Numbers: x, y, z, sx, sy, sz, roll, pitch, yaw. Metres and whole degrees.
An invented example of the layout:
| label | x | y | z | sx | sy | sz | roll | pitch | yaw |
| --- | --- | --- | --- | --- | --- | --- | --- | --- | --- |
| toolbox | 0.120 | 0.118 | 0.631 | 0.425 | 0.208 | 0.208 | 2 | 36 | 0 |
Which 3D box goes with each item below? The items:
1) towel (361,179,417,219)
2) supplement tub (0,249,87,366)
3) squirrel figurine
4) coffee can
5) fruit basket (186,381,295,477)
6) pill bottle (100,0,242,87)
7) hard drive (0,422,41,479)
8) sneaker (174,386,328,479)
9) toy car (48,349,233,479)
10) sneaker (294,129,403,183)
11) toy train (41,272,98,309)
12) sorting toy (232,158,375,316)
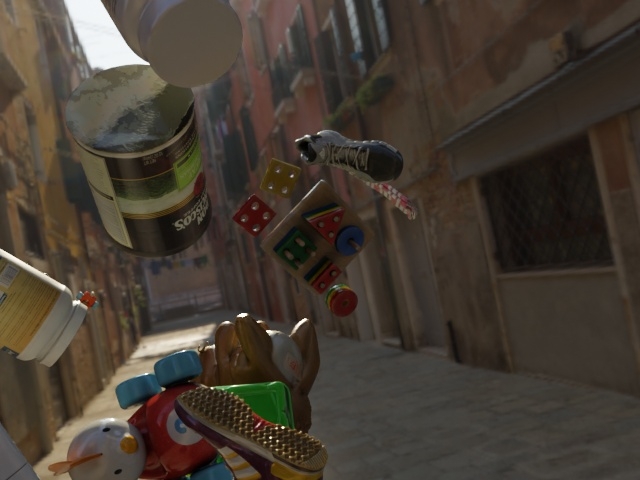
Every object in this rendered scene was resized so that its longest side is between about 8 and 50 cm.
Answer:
| label | x | y | z | sx | sy | sz | roll | pitch | yaw |
| --- | --- | --- | --- | --- | --- | --- | --- | --- | --- |
| towel | 0.133 | -0.122 | 1.623 | 0.029 | 0.197 | 0.144 | -53 | -19 | 3 |
| supplement tub | -0.520 | 0.115 | 1.218 | 0.200 | 0.144 | 0.144 | 35 | -22 | -20 |
| squirrel figurine | -0.202 | 0.412 | 1.912 | 0.370 | 0.397 | 0.281 | -24 | -16 | 34 |
| coffee can | -0.300 | -0.129 | 1.213 | 0.201 | 0.201 | 0.275 | -11 | -35 | -9 |
| fruit basket | -0.188 | 0.510 | 1.592 | 0.283 | 0.392 | 0.392 | -3 | -4 | -12 |
| pill bottle | -0.227 | -0.351 | 1.023 | 0.160 | 0.283 | 0.160 | -21 | -38 | -18 |
| hard drive | -0.532 | 0.227 | 0.849 | 0.047 | 0.353 | 0.233 | -19 | 15 | 47 |
| sneaker | -0.084 | 0.226 | 0.756 | 0.185 | 0.084 | 0.069 | 23 | 19 | 24 |
| toy car | -0.279 | 0.307 | 1.056 | 0.210 | 0.219 | 0.238 | -32 | -17 | 33 |
| sneaker | 0.041 | -0.161 | 1.402 | 0.229 | 0.086 | 0.132 | 20 | 20 | 37 |
| toy train | -0.662 | 0.142 | 1.828 | 0.125 | 0.166 | 0.046 | -49 | 24 | 17 |
| sorting toy | 0.000 | 0.000 | 1.029 | 0.132 | 0.274 | 0.046 | -46 | 34 | -1 |
